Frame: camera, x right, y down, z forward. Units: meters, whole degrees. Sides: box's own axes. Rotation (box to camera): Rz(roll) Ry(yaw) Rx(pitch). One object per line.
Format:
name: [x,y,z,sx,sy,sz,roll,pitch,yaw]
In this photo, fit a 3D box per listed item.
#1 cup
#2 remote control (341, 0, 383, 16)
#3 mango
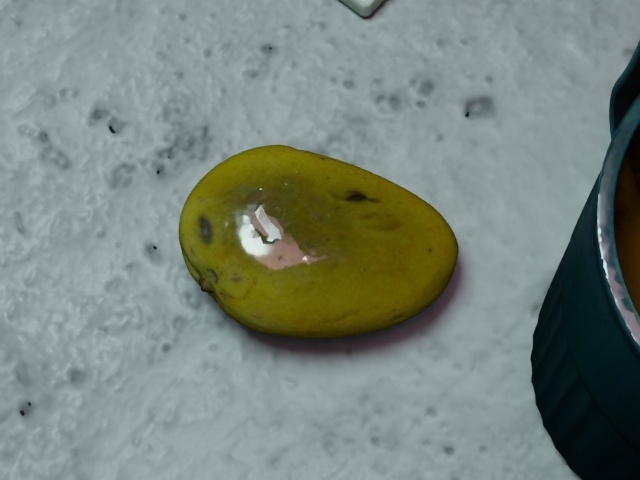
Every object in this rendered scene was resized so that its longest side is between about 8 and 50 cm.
cup: [0.240,0.022,0.821,0.242,0.292,0.308,-36,73,-12]
remote control: [-0.009,-0.260,1.063,0.190,0.029,0.087,40,74,14]
mango: [0.000,0.000,0.933,0.195,0.098,0.137,0,66,-5]
